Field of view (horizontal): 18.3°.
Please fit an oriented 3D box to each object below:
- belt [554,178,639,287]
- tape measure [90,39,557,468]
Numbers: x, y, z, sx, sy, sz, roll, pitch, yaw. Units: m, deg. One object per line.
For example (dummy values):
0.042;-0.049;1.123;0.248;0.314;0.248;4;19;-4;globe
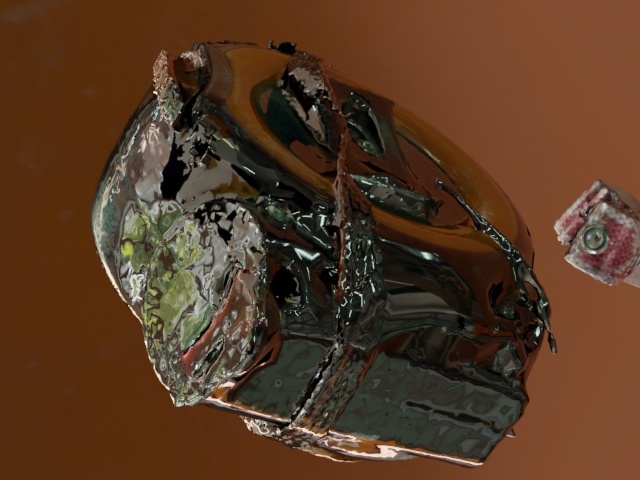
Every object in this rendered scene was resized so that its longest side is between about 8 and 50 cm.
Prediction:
0.219;0.008;1.270;0.053;0.232;0.071;-48;58;19;belt
0.000;0.000;0.908;0.135;0.202;0.223;-56;39;25;tape measure
